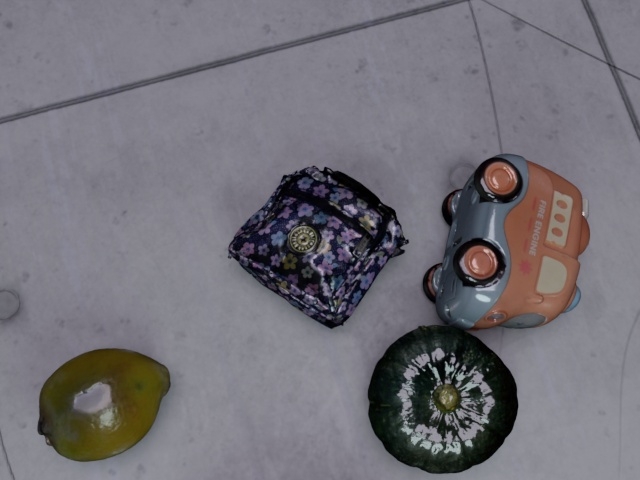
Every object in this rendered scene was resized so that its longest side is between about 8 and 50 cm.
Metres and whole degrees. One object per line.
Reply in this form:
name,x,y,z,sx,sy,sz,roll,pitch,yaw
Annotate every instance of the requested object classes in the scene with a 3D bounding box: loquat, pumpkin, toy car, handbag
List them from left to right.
loquat,-0.304,0.227,1.338,0.195,0.152,0.152,-25,76,-15
handbag,0.000,0.000,1.412,0.229,0.127,0.207,32,77,16
pumpkin,0.171,0.223,1.332,0.212,0.152,0.211,0,94,-6
toy car,0.286,0.016,1.391,0.212,0.180,0.270,18,74,-6
